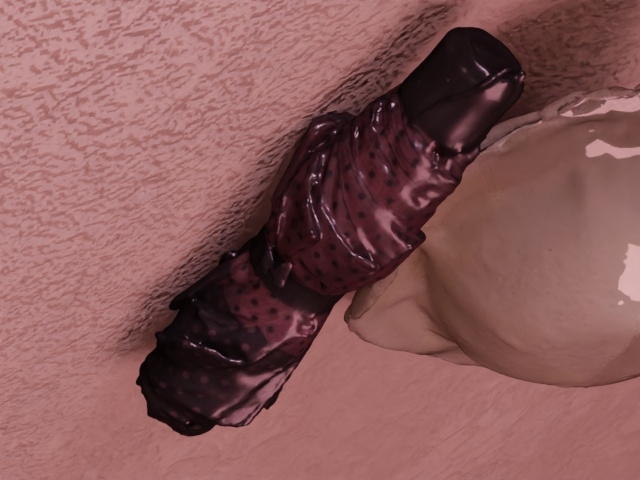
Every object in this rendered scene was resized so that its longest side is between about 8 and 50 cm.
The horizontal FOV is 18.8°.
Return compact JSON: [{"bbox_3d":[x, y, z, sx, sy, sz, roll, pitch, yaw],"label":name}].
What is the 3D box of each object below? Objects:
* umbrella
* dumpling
[{"bbox_3d":[0.000,0.000,1.131,0.094,0.090,0.326,0,139,-49],"label":"umbrella"},{"bbox_3d":[0.145,0.006,1.266,0.260,0.181,0.341,0,174,-23],"label":"dumpling"}]
